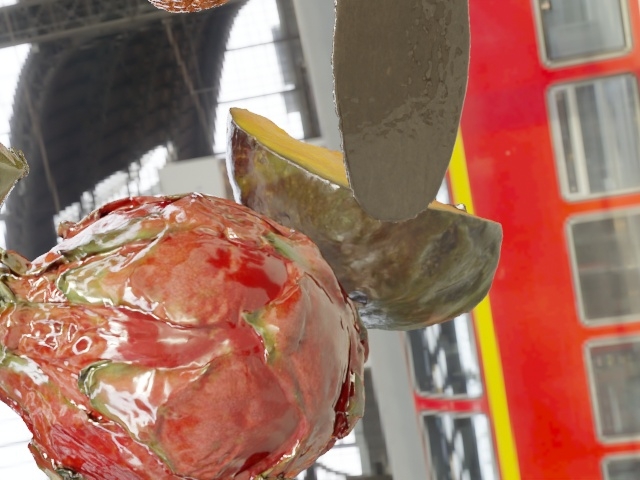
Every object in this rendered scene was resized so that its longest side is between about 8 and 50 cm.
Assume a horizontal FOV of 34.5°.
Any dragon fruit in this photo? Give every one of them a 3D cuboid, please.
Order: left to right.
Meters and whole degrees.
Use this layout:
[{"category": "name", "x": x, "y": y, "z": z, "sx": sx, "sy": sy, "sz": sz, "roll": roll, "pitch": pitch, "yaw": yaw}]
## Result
[{"category": "dragon fruit", "x": -0.108, "y": 0.086, "z": 0.737, "sx": 0.244, "sy": 0.298, "sz": 0.245, "roll": -177, "pitch": 90, "yaw": -70}]

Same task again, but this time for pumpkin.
[{"category": "pumpkin", "x": 0.000, "y": 0.000, "z": 0.999, "sx": 0.148, "sy": 0.312, "sz": 0.169, "roll": -10, "pitch": -55, "yaw": -63}]

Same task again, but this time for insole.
[{"category": "insole", "x": 0.057, "y": -0.172, "z": 0.630, "sx": 0.111, "sy": 0.007, "sz": 0.328, "roll": -1, "pitch": -79, "yaw": -37}]

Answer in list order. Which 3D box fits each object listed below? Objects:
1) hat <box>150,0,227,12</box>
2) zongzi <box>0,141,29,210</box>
[{"category": "hat", "x": -0.092, "y": -0.507, "z": 1.575, "sx": 0.285, "sy": 0.400, "sz": 0.286, "roll": 175, "pitch": 90, "yaw": -85}, {"category": "zongzi", "x": -0.627, "y": -0.033, "z": 1.291, "sx": 0.218, "sy": 0.467, "sz": 0.500, "roll": -7, "pitch": -47, "yaw": -57}]
